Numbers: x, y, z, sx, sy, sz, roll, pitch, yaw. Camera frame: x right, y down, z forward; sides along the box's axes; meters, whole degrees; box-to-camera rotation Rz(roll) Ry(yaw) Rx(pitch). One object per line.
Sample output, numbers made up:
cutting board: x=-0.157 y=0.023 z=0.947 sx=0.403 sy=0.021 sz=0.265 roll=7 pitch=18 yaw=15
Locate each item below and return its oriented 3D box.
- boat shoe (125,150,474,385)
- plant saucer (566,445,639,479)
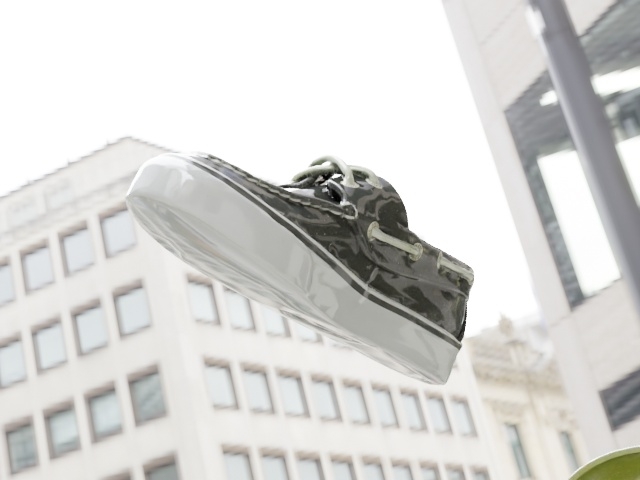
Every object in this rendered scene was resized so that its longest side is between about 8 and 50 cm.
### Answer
boat shoe: x=0.000 y=0.000 z=0.570 sx=0.078 sy=0.070 sz=0.219 roll=15 pitch=-12 yaw=38
plant saucer: x=0.213 y=0.199 z=0.617 sx=0.037 sy=0.241 sz=0.241 roll=-27 pitch=-13 yaw=-37
